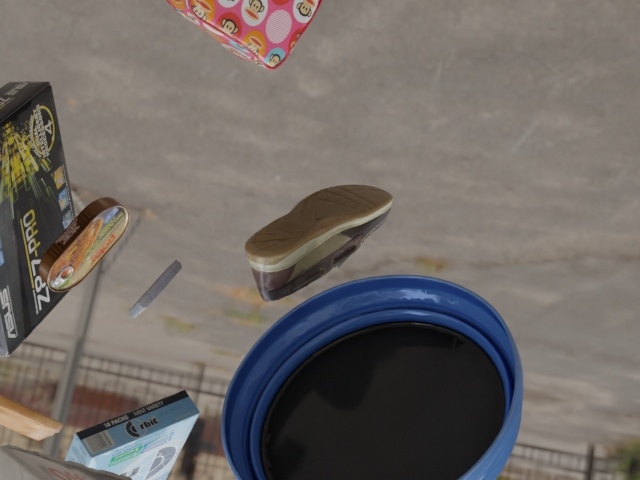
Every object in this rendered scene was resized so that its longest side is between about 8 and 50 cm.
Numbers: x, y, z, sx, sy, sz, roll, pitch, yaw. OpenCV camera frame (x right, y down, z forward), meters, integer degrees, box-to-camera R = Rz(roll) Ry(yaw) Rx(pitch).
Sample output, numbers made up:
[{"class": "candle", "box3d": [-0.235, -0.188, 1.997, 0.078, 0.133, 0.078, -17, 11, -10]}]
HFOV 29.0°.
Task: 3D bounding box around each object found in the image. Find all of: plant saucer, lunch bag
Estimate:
[{"class": "plant saucer", "box3d": [-0.449, 0.225, 1.687, 0.200, 0.037, 0.200, 23, 166, 6]}, {"class": "lunch bag", "box3d": [-0.127, -0.486, 2.302, 0.120, 0.258, 0.293, 31, 179, 44]}]

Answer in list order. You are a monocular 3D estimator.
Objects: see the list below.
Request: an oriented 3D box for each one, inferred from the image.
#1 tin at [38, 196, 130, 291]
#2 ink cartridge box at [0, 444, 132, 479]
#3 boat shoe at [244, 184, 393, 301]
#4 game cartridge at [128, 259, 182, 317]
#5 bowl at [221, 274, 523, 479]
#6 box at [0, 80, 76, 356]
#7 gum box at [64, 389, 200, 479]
[{"class": "tin", "box3d": [-0.406, 0.006, 2.125, 0.040, 0.189, 0.106, 40, 176, 29]}, {"class": "ink cartridge box", "box3d": [-0.109, 0.356, 1.027, 0.395, 0.166, 0.285, 30, 173, 24]}, {"class": "boat shoe", "box3d": [0.000, 0.000, 1.752, 0.103, 0.092, 0.285, 19, -147, 31]}, {"class": "game cartridge", "box3d": [-0.212, 0.062, 1.593, 0.017, 0.083, 0.056, 41, 150, -3]}, {"class": "bowl", "box3d": [0.068, 0.210, 1.569, 0.391, 0.391, 0.077, 4, 138, 28]}, {"class": "box", "box3d": [-0.545, -0.045, 2.167, 0.097, 0.394, 0.318, 4, -153, 17]}, {"class": "gum box", "box3d": [-0.245, 0.274, 1.523, 0.157, 0.041, 0.184, -18, 151, -38]}]
